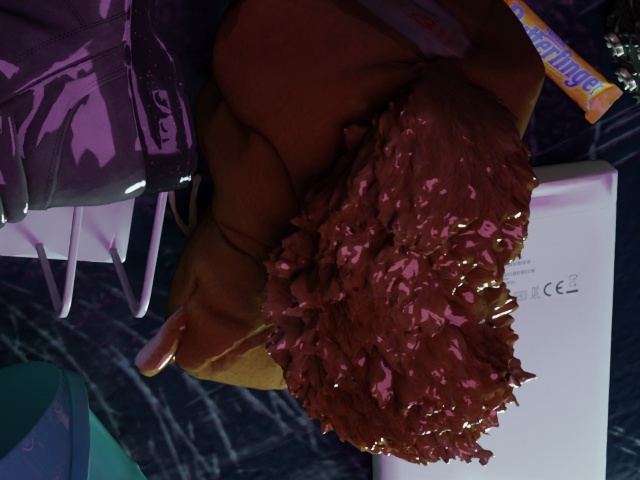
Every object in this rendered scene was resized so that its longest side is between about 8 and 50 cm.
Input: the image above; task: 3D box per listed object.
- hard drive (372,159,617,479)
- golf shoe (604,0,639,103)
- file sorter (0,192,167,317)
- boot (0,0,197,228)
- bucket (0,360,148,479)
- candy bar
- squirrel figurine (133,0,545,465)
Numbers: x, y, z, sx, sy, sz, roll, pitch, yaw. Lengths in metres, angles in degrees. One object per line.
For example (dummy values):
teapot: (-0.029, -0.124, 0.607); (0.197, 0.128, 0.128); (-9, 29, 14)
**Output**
hard drive: (0.161, 0.107, 1.551); (0.233, 0.047, 0.353); (-9, 114, -14)
golf shoe: (0.303, -0.208, 1.426); (0.120, 0.105, 0.273); (-32, 119, -9)
file sorter: (-0.263, -0.052, 1.280); (0.277, 0.173, 0.193); (4, 112, -19)
boot: (-0.224, -0.168, 1.124); (0.222, 0.118, 0.338); (-14, 93, -18)
bucket: (-0.266, 0.240, 1.357); (0.281, 0.281, 0.183); (-31, 110, -2)
candy bar: (0.205, -0.165, 1.460); (0.161, 0.018, 0.040); (38, 98, -28)
squirrel figurine: (0.000, 0.000, 1.270); (0.281, 0.397, 0.370); (13, 122, -32)
